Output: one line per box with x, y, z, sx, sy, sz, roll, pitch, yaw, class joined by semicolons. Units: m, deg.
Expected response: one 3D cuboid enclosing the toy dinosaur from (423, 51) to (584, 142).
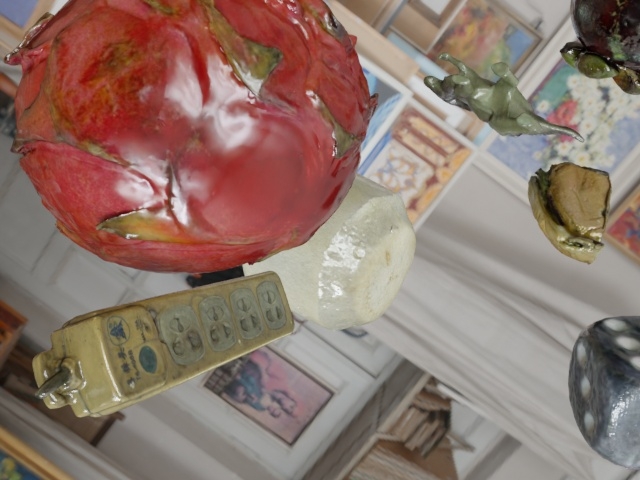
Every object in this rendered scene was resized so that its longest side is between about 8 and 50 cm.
0.284;-0.231;1.123;0.077;0.294;0.162;-51;149;6;toy dinosaur

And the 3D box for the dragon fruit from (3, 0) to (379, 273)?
-0.087;-0.089;0.489;0.252;0.240;0.241;-16;170;-16;dragon fruit

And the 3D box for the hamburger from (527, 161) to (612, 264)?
0.484;-0.041;1.349;0.135;0.155;0.207;96;6;-54;hamburger

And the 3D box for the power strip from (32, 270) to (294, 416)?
-0.094;0.068;0.516;0.044;0.064;0.305;-20;176;22;power strip

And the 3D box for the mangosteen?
0.567;-0.396;1.188;0.288;0.288;0.288;-53;-178;3;mangosteen

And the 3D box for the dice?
0.509;0.237;1.087;0.182;0.182;0.183;-93;-179;-61;dice

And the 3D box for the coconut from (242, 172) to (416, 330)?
0.000;0.000;1.033;0.237;0.266;0.237;-34;135;-43;coconut
